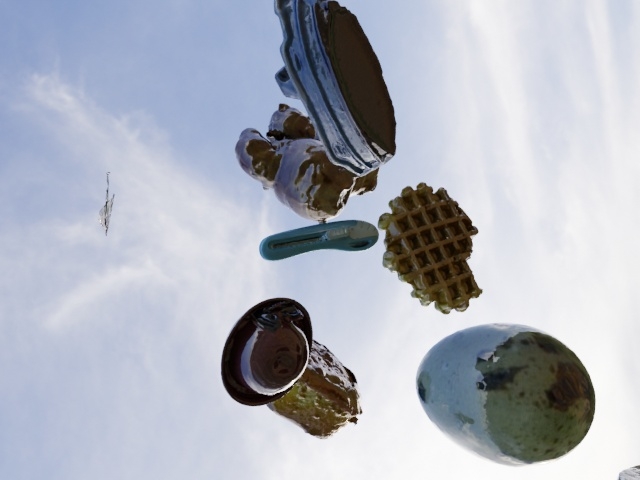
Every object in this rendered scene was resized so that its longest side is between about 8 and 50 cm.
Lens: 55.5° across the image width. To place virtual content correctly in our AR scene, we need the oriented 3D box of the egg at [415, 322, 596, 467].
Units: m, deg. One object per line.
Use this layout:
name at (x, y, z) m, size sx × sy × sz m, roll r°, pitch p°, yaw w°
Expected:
egg at (0.445, 0.375, 1.501) m, size 0.345 × 0.427 × 0.345 m, roll -2°, pitch -90°, yaw -66°

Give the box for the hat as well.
hat at (-0.082, 0.203, 1.065) m, size 0.205 × 0.089 × 0.206 m, roll -15°, pitch -64°, yaw -33°

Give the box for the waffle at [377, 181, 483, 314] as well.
waffle at (0.226, 0.008, 1.185) m, size 0.249 × 0.056 × 0.253 m, roll 38°, pitch -124°, yaw -6°

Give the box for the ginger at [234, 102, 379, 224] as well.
ginger at (-0.014, -0.171, 1.247) m, size 0.357 × 0.274 × 0.153 m, roll -45°, pitch -32°, yaw -50°

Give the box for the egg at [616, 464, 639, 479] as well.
egg at (0.718, 0.634, 1.124) m, size 0.354 × 0.354 × 0.340 m, roll 5°, pitch -90°, yaw -43°

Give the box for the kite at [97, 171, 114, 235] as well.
kite at (-0.475, -0.079, 1.357) m, size 0.011 × 0.139 × 0.157 m, roll 6°, pitch -68°, yaw -8°

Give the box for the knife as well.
knife at (0.000, 0.000, 1.077) m, size 0.221 × 0.031 × 0.064 m, roll -9°, pitch -109°, yaw -16°

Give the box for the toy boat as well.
toy boat at (0.012, -0.215, 0.873) m, size 0.129 × 0.142 × 0.309 m, roll -53°, pitch -49°, yaw -31°

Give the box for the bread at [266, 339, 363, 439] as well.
bread at (-0.046, 0.415, 1.790) m, size 0.358 × 0.337 × 0.204 m, roll 38°, pitch -88°, yaw -18°
